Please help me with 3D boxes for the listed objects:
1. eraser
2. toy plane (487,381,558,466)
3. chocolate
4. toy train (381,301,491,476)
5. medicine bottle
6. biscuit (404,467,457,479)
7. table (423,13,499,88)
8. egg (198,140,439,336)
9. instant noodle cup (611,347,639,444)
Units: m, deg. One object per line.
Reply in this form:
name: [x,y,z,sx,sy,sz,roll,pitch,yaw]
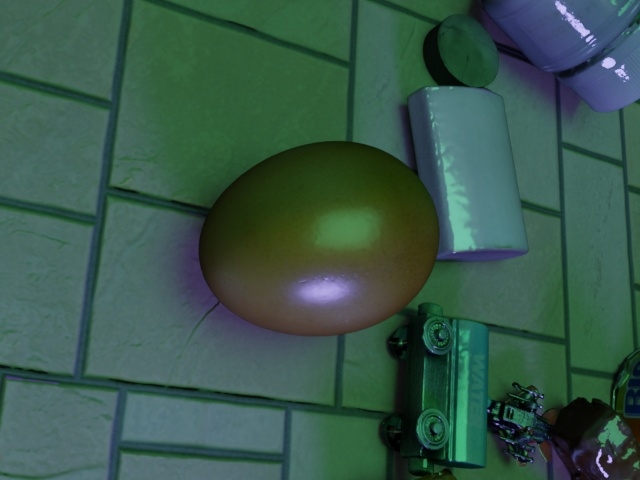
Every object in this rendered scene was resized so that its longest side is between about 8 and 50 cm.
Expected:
eraser: [0.236,-0.105,1.370,0.174,0.094,0.270,0,76,-31]
toy plane: [0.283,0.267,1.311,0.189,0.061,0.130,27,65,-22]
chocolate: [0.443,0.354,1.333,0.093,0.148,0.214,-35,93,-17]
toy train: [0.180,0.218,1.238,0.159,0.101,0.248,17,67,-23]
medicine bottle: [0.460,-0.397,1.497,0.306,0.245,0.245,42,59,-17]
biscuit: [0.121,0.442,1.139,0.172,0.029,0.255,-8,98,-32]
table: [0.240,-0.315,1.463,0.133,0.043,0.134,9,71,-29]
egg: [0.000,0.000,1.106,0.322,0.250,0.250,-12,83,-24]
instant noodle cup: [0.674,0.301,1.445,0.296,0.214,0.296,10,71,-29]
